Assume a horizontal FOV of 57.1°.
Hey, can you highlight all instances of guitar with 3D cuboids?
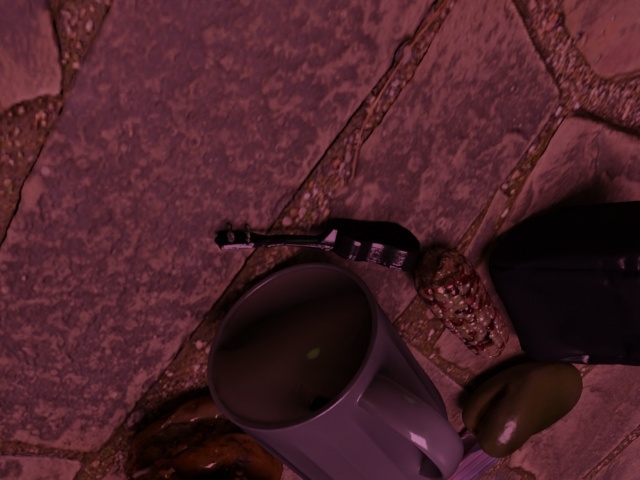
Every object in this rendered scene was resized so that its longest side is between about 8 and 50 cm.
[{"bbox_3d":[0.000,-0.002,0.764,0.271,0.084,0.038,5,117,-17],"label":"guitar"}]

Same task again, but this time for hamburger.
[{"bbox_3d":[-0.160,0.373,0.884,0.261,0.211,0.245,-16,134,-6],"label":"hamburger"}]

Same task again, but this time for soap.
[{"bbox_3d":[0.313,0.450,1.230,0.100,0.056,0.149,28,112,-37],"label":"soap"}]

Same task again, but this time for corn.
[{"bbox_3d":[0.230,0.109,0.919,0.092,0.092,0.280,-37,131,8],"label":"corn"}]

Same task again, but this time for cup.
[{"bbox_3d":[0.058,0.225,0.790,0.236,0.323,0.326,-52,134,-20],"label":"cup"}]

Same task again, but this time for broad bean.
[{"bbox_3d":[0.394,0.309,1.134,0.263,0.121,0.189,-14,125,-31],"label":"broad bean"}]

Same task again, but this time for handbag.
[{"bbox_3d":[0.429,0.067,0.936,0.302,0.275,0.177,53,51,-38],"label":"handbag"}]
